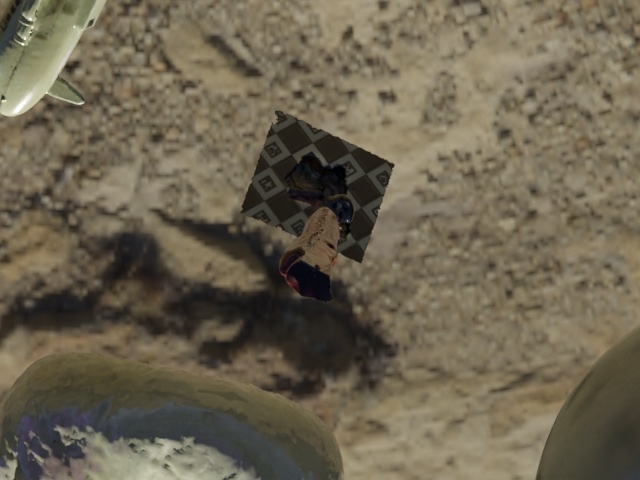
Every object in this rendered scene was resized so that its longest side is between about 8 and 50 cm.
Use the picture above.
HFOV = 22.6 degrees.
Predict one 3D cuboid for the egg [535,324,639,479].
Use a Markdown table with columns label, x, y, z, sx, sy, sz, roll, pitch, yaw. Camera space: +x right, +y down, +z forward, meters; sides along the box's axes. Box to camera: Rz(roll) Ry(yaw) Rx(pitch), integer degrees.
| label | x | y | z | sx | sy | sz | roll | pitch | yaw |
| --- | --- | --- | --- | --- | --- | --- | --- | --- | --- |
| egg | 0.226 | 0.123 | 0.860 | 0.253 | 0.186 | 0.186 | -27 | 137 | -11 |

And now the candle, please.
| label | x | y | z | sx | sy | sz | roll | pitch | yaw |
| --- | --- | --- | --- | --- | --- | --- | --- | --- | --- |
| candle | -0.001 | -0.001 | 0.758 | 0.026 | 0.167 | 0.021 | 3 | 102 | 4 |

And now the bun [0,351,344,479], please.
| label | x | y | z | sx | sy | sz | roll | pitch | yaw |
| --- | --- | --- | --- | --- | --- | --- | --- | --- | --- |
| bun | -0.158 | 0.241 | 1.612 | 0.361 | 0.213 | 0.361 | 12 | 168 | 3 |

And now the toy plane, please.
| label | x | y | z | sx | sy | sz | roll | pitch | yaw |
| --- | --- | --- | --- | --- | --- | --- | --- | --- | --- |
| toy plane | -0.202 | -0.206 | 1.288 | 0.092 | 0.229 | 0.244 | 23 | 107 | 2 |

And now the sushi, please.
| label | x | y | z | sx | sy | sz | roll | pitch | yaw |
| --- | --- | --- | --- | --- | --- | --- | --- | --- | --- |
| sushi | -0.006 | -0.046 | 1.500 | 0.126 | 0.120 | 0.026 | 24 | 151 | -7 |
